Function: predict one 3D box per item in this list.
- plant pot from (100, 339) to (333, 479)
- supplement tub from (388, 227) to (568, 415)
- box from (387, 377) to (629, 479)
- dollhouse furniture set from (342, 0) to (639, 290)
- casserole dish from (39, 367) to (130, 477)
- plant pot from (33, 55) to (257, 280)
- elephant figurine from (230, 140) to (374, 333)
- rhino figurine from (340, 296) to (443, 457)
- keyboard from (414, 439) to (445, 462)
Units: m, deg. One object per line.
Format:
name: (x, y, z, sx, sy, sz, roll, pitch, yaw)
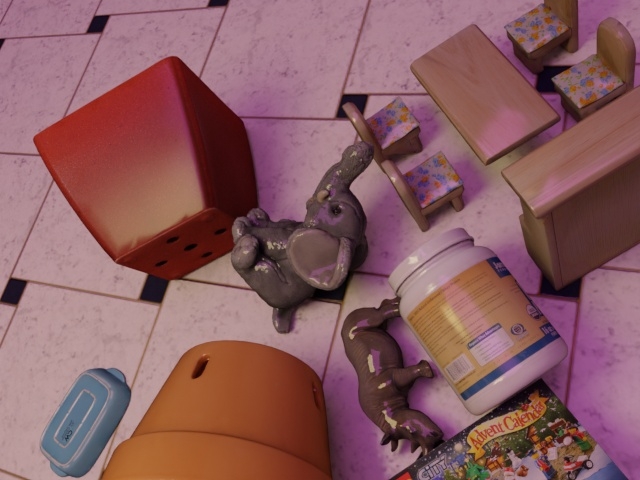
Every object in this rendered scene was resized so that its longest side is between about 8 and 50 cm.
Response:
plant pot: (-0.107, 0.264, 0.804, 0.291, 0.290, 0.203, -7, 46, 20)
supplement tub: (0.190, 0.098, 0.794, 0.144, 0.144, 0.199, -36, 71, 4)
box: (0.204, 0.283, 0.712, 0.233, 0.044, 0.159, -35, 41, 2)
dollhouse furniture set: (0.255, -0.166, 0.844, 0.362, 0.256, 0.394, -32, 58, 6)
casserole dish: (-0.390, 0.293, 1.036, 0.114, 0.037, 0.188, 23, 78, 31)
plant pot: (-0.248, -0.087, 1.037, 0.267, 0.267, 0.235, -28, 70, 9)
elephant figurine: (0.000, 0.000, 0.923, 0.240, 0.186, 0.169, -17, 46, 25)
rhino figurine: (0.097, 0.187, 0.852, 0.106, 0.073, 0.243, -21, 58, 7)
keyboard: (0.243, 0.311, 0.717, 0.317, 0.033, 0.201, 20, 65, 44)
